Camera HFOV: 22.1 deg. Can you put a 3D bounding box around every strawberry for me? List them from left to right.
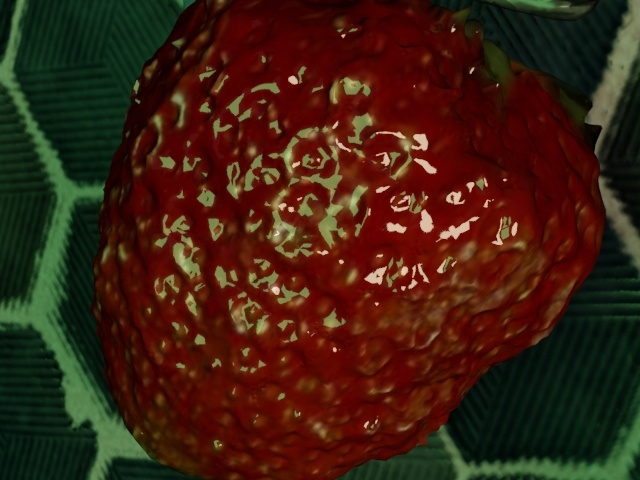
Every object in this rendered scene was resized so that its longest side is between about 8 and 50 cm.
[{"bbox_3d":[0.000,0.000,0.839,0.257,0.257,0.277,30,89,30],"label":"strawberry"}]

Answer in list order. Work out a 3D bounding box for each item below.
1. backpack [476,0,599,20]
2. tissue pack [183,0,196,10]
[{"bbox_3d":[0.115,-0.239,0.769,0.206,0.258,0.133,24,149,23],"label":"backpack"},{"bbox_3d":[-0.030,-0.212,0.960,0.115,0.065,0.155,-2,95,38],"label":"tissue pack"}]
